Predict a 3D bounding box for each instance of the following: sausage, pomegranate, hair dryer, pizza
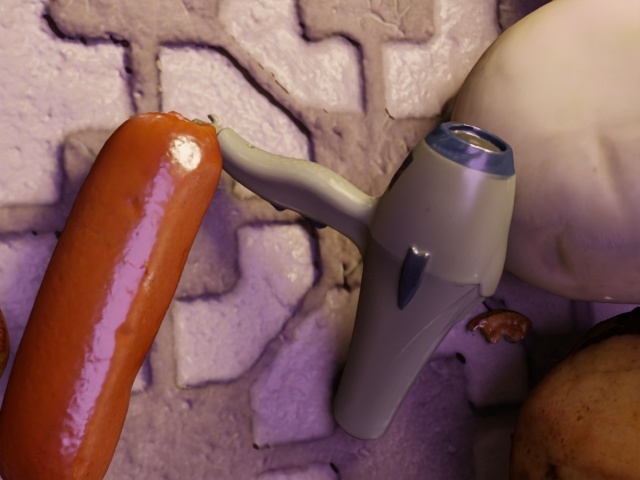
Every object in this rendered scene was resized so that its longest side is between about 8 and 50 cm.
[{"bbox_3d":[-0.175,0.049,0.634,0.097,0.094,0.348,14,76,25],"label":"sausage"},{"bbox_3d":[0.325,0.205,0.683,0.322,0.322,0.322,1,86,-21],"label":"pomegranate"},{"bbox_3d":[0.018,0.037,0.705,0.119,0.298,0.296,-36,128,-61],"label":"hair dryer"},{"bbox_3d":[0.190,0.091,0.824,0.083,0.016,0.037,0,85,-25],"label":"pizza"}]

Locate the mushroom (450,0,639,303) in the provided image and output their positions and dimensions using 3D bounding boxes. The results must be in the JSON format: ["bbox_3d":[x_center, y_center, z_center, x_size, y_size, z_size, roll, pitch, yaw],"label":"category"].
[{"bbox_3d":[0.305,-0.088,0.729,0.356,0.315,0.315,8,83,-10],"label":"mushroom"}]

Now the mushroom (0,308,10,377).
[{"bbox_3d":[-0.324,0.071,0.588,0.170,0.080,0.135,34,63,-16],"label":"mushroom"}]
